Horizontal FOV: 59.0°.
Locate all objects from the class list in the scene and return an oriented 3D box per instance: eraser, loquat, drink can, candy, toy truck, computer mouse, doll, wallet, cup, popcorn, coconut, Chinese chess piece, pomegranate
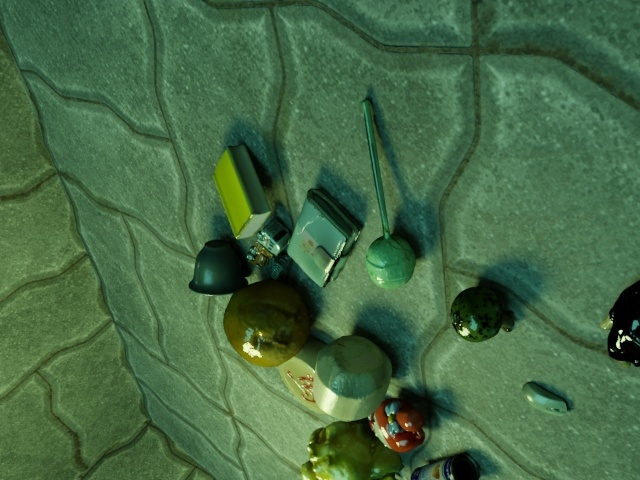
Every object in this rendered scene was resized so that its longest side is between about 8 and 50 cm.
[{"bbox_3d":[-0.224,-0.131,1.574,0.158,0.069,0.226,-45,63,51],"label":"eraser"},{"bbox_3d":[-0.176,0.253,1.753,0.283,0.276,0.276,15,130,44],"label":"loquat"},{"bbox_3d":[0.361,0.695,1.661,0.097,0.097,0.235,48,144,7],"label":"drink can"},{"bbox_3d":[0.136,-0.092,1.259,0.119,0.119,0.440,10,120,43],"label":"candy"},{"bbox_3d":[-0.139,0.026,1.665,0.115,0.080,0.178,40,144,8],"label":"toy truck"},{"bbox_3d":[0.505,0.365,1.278,0.110,0.032,0.056,25,136,33],"label":"computer mouse"},{"bbox_3d":[0.225,0.535,1.645,0.161,0.129,0.290,66,159,3],"label":"doll"},{"bbox_3d":[0.000,0.000,1.493,0.176,0.075,0.250,46,145,16],"label":"wallet"},{"bbox_3d":[-0.340,0.079,1.871,0.199,0.199,0.150,15,112,40],"label":"cup"},{"bbox_3d":[0.112,0.711,1.827,0.325,0.321,0.290,-33,77,37],"label":"popcorn"},{"bbox_3d":[0.084,0.394,1.613,0.241,0.241,0.241,28,138,30],"label":"coconut"},{"bbox_3d":[-0.021,0.446,1.867,0.273,0.102,0.273,28,137,30],"label":"Chinese chess piece"},{"bbox_3d":[0.355,0.165,1.224,0.161,0.122,0.122,16,145,-14],"label":"pomegranate"}]

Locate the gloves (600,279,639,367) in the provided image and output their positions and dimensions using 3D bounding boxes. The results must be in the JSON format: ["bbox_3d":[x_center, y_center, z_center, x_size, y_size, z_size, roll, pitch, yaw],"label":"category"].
[{"bbox_3d":[0.569,0.162,0.978,0.164,0.124,0.204,44,139,43],"label":"gloves"}]
